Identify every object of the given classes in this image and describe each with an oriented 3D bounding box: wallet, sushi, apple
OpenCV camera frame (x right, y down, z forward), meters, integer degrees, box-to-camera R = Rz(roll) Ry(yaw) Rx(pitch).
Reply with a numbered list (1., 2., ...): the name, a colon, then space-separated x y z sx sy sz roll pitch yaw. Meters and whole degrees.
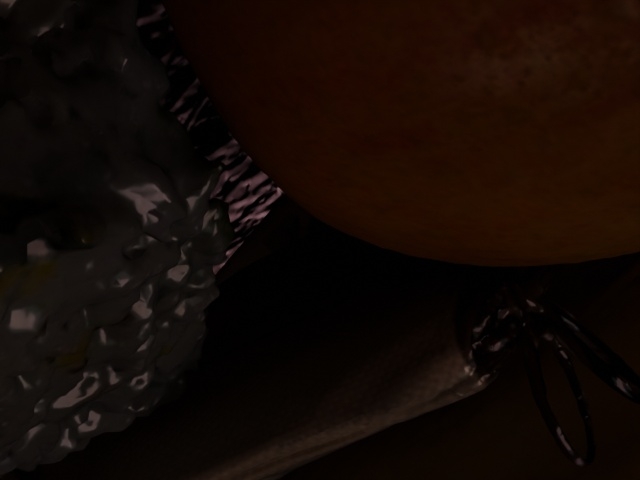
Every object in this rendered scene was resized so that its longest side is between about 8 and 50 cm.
1. wallet: 0.002 0.044 0.795 0.274 0.068 0.335 -23 -170 18
2. sushi: -0.128 -0.010 0.640 0.139 0.184 0.274 -25 153 -24
3. apple: 0.065 -0.130 0.599 0.275 0.299 0.299 -27 158 18

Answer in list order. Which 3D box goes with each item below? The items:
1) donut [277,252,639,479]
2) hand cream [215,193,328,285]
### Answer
1. donut: 0.140 0.089 0.876 0.449 0.198 0.449 -33 -169 7
2. hand cream: 0.000 0.000 0.978 0.095 0.059 0.276 8 130 -50
